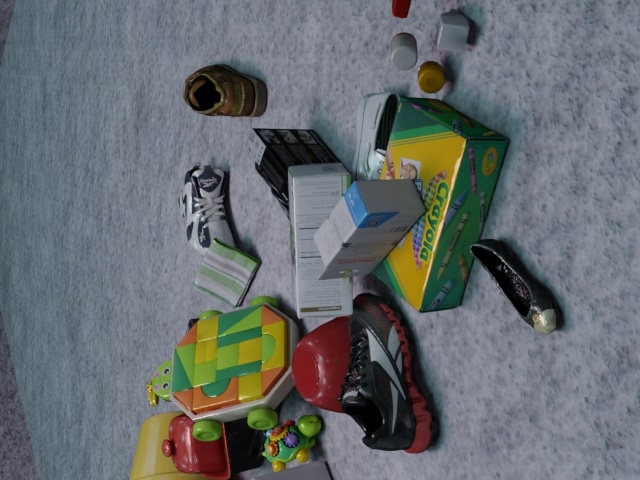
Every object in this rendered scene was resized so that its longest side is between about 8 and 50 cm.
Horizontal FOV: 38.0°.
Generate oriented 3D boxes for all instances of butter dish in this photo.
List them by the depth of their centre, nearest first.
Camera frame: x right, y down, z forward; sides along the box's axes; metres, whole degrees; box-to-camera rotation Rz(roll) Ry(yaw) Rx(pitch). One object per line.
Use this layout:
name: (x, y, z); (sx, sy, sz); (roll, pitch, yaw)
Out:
butter dish: (-0.260, 0.405, 1.860); (0.160, 0.118, 0.160); (-17, 81, 57)

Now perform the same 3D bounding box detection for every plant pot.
plant pot: (-0.319, 0.522, 2.082); (0.254, 0.254, 0.239); (-49, 38, 48)

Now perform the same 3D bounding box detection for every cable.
cable: (-0.057, -0.079, 1.687); (0.151, 0.047, 0.184); (56, -179, -37)

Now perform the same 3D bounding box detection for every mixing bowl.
mixing bowl: (0.012, 0.226, 1.639); (0.181, 0.098, 0.182); (13, 105, 56)

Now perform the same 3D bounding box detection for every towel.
towel: (-0.200, 0.072, 1.955); (0.152, 0.113, 0.023); (-62, 3, 42)

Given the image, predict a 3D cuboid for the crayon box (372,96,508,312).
crayon box: (0.162, -0.054, 1.384); (0.165, 0.081, 0.279); (42, 127, 48)

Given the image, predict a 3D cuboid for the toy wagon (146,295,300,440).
toy wagon: (-0.201, 0.253, 1.812); (0.344, 0.068, 0.267); (-16, 52, 18)

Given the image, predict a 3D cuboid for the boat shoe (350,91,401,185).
boat shoe: (0.096, -0.127, 1.478); (0.075, 0.083, 0.226); (-9, 85, 58)

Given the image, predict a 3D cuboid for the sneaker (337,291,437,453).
sneaker: (0.085, 0.212, 1.490); (0.097, 0.135, 0.276); (-45, 55, 52)

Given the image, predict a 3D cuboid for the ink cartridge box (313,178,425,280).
ink cartridge box: (0.061, -0.015, 1.373); (0.180, 0.104, 0.060); (-52, 51, 47)

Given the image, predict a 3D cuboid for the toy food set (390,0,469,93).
toy food set: (0.158, -0.341, 1.348); (0.104, 0.111, 0.232); (-86, 3, -54)

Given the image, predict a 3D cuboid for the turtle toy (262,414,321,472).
turtle toy: (-0.054, 0.375, 1.763); (0.066, 0.130, 0.095); (60, -173, -24)

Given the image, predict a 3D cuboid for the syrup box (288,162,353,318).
syrup box: (0.000, 0.000, 1.512); (0.093, 0.096, 0.237); (-113, 19, -74)

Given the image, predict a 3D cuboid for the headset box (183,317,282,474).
headset box: (-0.195, 0.333, 1.963); (0.293, 0.110, 0.218); (50, 134, 42)

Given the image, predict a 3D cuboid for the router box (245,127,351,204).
router box: (-0.034, -0.132, 1.634); (0.179, 0.133, 0.046); (54, 135, 40)

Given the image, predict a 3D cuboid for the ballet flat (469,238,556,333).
ballet flat: (0.262, 0.065, 1.272); (0.173, 0.049, 0.057); (56, 138, 38)

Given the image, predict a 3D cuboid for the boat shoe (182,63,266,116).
boat shoe: (-0.230, -0.316, 1.945); (0.307, 0.104, 0.111); (14, 105, 56)

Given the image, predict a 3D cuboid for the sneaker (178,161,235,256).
sneaker: (-0.240, -0.079, 1.999); (0.235, 0.094, 0.153); (-116, 29, -46)

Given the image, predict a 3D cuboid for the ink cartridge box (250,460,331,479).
ink cartridge box: (-0.095, 0.640, 1.788); (0.395, 0.166, 0.286); (-51, 53, 46)
